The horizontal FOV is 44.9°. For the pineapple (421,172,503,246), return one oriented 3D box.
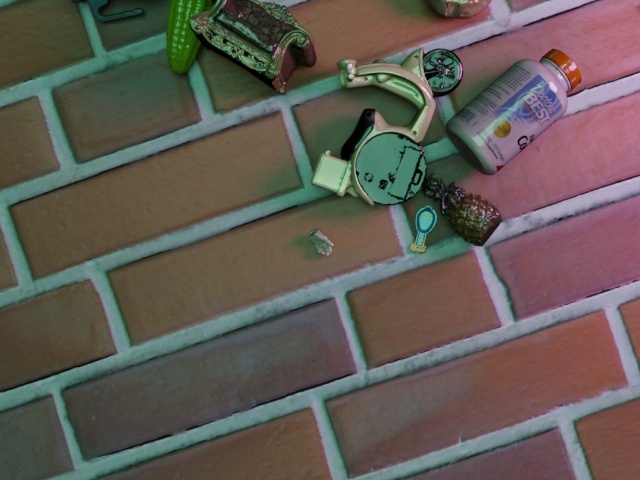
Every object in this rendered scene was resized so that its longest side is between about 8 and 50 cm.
[{"bbox_3d":[0.306,-0.075,1.730,0.197,0.108,0.108,38,91,14],"label":"pineapple"}]

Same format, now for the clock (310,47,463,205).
[{"bbox_3d":[0.141,-0.266,1.724,0.276,0.120,0.379,17,91,-3],"label":"clock"}]

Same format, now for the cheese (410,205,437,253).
[{"bbox_3d":[0.234,-0.025,1.765,0.047,0.017,0.111,15,90,6],"label":"cheese"}]

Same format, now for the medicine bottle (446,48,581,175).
[{"bbox_3d":[0.427,-0.287,1.688,0.288,0.157,0.157,-41,88,2],"label":"medicine bottle"}]

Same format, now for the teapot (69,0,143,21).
[{"bbox_3d":[-0.465,-0.604,1.737,0.225,0.171,0.203,-9,120,9],"label":"teapot"}]

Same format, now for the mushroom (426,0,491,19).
[{"bbox_3d":[0.308,-0.571,1.711,0.166,0.127,0.166,0,93,8],"label":"mushroom"}]

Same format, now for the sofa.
[{"bbox_3d":[-0.135,-0.462,1.693,0.258,0.200,0.182,32,93,4],"label":"sofa"}]

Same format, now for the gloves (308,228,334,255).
[{"bbox_3d":[0.001,-0.001,1.763,0.044,0.037,0.081,-16,107,37],"label":"gloves"}]

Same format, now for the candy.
[{"bbox_3d":[-0.303,-0.480,1.755,0.096,0.097,0.210,14,97,2],"label":"candy"}]
